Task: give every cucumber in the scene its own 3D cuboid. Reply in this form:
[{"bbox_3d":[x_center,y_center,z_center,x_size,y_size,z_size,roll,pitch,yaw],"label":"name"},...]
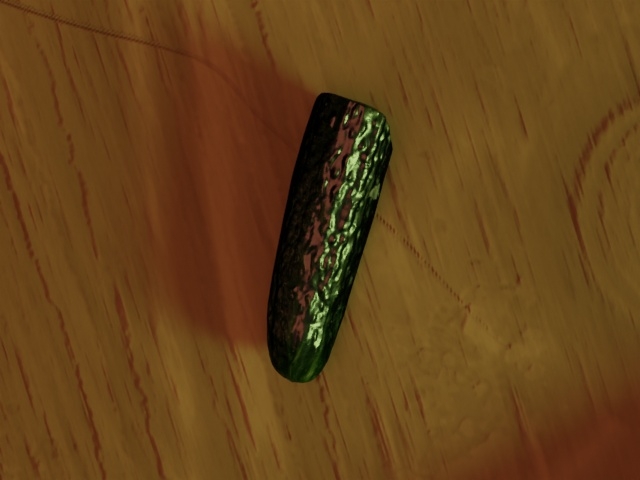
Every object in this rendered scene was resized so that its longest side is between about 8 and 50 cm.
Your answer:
[{"bbox_3d":[0.001,0.001,1.171,0.074,0.074,0.241,17,99,11],"label":"cucumber"}]
